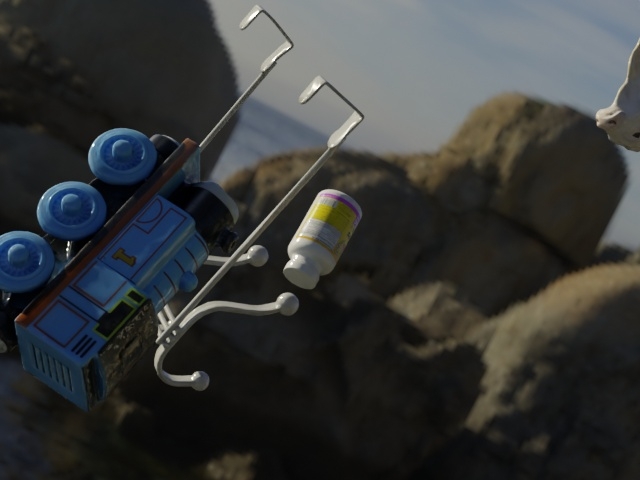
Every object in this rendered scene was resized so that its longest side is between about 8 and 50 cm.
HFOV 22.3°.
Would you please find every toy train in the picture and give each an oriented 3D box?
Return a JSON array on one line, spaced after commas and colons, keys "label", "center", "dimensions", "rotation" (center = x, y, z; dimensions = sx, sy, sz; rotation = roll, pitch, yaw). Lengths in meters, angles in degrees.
[{"label": "toy train", "center": [-0.127, 0.012, 0.997], "dimensions": [0.105, 0.184, 0.080], "rotation": [33, -30, 14]}]

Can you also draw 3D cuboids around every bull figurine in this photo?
[{"label": "bull figurine", "center": [0.432, -0.221, 1.813], "dimensions": [0.101, 0.310, 0.188], "rotation": [-129, -159, -59]}]

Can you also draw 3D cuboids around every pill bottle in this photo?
[{"label": "pill bottle", "center": [0.000, 0.000, 1.385], "dimensions": [0.043, 0.083, 0.043], "rotation": [23, -28, 13]}]

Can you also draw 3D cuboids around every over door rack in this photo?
[{"label": "over door rack", "center": [-0.074, -0.037, 1.577], "dimensions": [0.108, 0.324, 0.239], "rotation": [25, 14, -28]}]
